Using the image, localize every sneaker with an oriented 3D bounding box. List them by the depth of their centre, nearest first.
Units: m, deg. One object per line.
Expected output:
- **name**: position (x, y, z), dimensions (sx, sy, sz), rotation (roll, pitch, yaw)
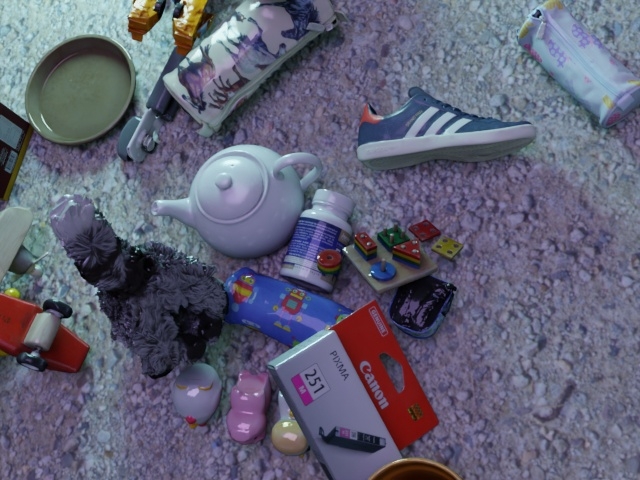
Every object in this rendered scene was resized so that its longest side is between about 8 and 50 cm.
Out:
- **sneaker**: position (0.241, -0.235, 1.621), dimensions (0.350, 0.131, 0.148), rotation (-3, 78, 13)

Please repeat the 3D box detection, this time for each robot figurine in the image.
- **robot figurine**: position (-0.312, -0.544, 1.817), dimensions (0.211, 0.085, 0.291), rotation (18, 53, -4)

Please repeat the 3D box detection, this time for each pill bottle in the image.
- **pill bottle**: position (0.000, 0.000, 1.621), dimensions (0.112, 0.112, 0.186), rotation (16, 79, 17)

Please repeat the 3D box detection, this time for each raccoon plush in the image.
- **raccoon plush**: position (-0.357, 0.054, 1.535), dimensions (0.216, 0.446, 0.299), rotation (-39, 31, -25)

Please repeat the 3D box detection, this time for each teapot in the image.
- **teapot**: position (-0.156, -0.093, 1.645), dimensions (0.252, 0.187, 0.256), rotation (27, 81, 20)

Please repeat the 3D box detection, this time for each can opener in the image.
- **can opener**: position (-0.364, -0.302, 1.817), dimensions (0.093, 0.074, 0.280), rotation (24, 81, 20)

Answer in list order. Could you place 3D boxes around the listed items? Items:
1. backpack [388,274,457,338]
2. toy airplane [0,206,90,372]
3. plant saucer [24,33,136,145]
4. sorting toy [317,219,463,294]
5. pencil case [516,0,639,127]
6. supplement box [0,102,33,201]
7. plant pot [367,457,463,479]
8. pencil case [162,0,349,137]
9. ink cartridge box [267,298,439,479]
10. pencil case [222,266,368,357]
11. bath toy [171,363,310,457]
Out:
- **backpack**: position (0.189, 0.126, 1.553), dimensions (0.105, 0.084, 0.114), rotation (24, 74, 22)
- **toy airplane**: position (-0.711, 0.153, 1.665), dimensions (0.386, 0.272, 0.384), rotation (-21, 81, -28)
- **plant saucer**: position (-0.546, -0.342, 1.891), dimensions (0.278, 0.041, 0.278), rotation (-4, 74, 13)
- **sorting toy**: position (0.138, 0.021, 1.542), dimensions (0.274, 0.046, 0.132), rotation (-19, 45, -21)
- **pencil case**: position (0.505, -0.345, 1.594), dimensions (0.113, 0.124, 0.273), rotation (-37, 70, 1)
- **supplement box**: position (-0.770, -0.214, 1.825), dimensions (0.129, 0.194, 0.191), rotation (12, 77, 17)
- **plant pot**: position (0.172, 0.476, 1.401), dimensions (0.205, 0.188, 0.205), rotation (-3, 74, 12)
- **pencil case**: position (-0.144, -0.402, 1.748), dimensions (0.410, 0.160, 0.183), rotation (-43, 57, -1)
- **ink cartridge box**: position (0.073, 0.277, 1.450), dimensions (0.239, 0.060, 0.275), rotation (-30, 96, -19)
- **pencil case**: position (-0.048, 0.153, 1.585), dimensions (0.306, 0.133, 0.119), rotation (20, 55, 17)
- **bath toy**: position (-0.116, 0.330, 1.554), dimensions (0.348, 0.129, 0.151), rotation (8, 32, 14)
